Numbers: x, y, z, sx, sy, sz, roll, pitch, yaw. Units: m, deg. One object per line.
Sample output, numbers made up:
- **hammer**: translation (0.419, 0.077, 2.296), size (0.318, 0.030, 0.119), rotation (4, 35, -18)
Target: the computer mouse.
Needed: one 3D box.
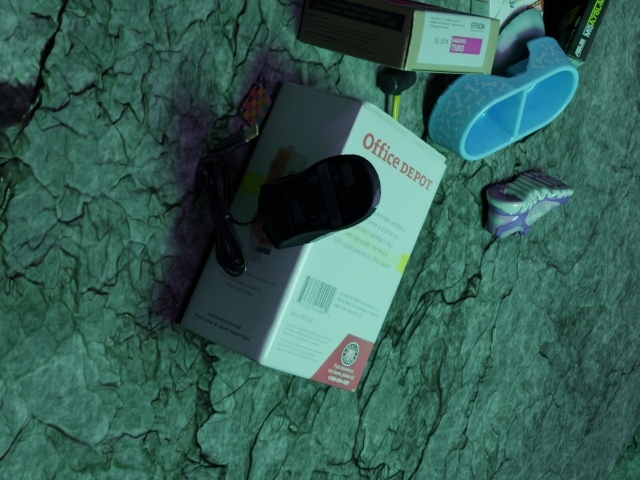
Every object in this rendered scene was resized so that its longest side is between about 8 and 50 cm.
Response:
- **computer mouse**: translation (-0.041, -0.075, 1.543), size (0.060, 0.262, 0.184), rotation (0, 69, -62)

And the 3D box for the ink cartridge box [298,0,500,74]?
- **ink cartridge box**: translation (0.117, -0.303, 1.688), size (0.235, 0.193, 0.088), rotation (-7, 112, -52)

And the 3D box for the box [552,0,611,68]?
- **box**: translation (0.476, -0.398, 2.149), size (0.191, 0.045, 0.184), rotation (167, -55, -85)

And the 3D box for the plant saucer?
- **plant saucer**: translation (0.348, -0.315, 2.070), size (0.195, 0.037, 0.195), rotation (-41, 153, -27)

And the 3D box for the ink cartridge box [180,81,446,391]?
- **ink cartridge box**: translation (0.000, 0.000, 1.708), size (0.279, 0.160, 0.384), rotation (28, 84, -55)

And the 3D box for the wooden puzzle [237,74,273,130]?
- **wooden puzzle**: translation (-0.091, -0.187, 1.631), size (0.083, 0.006, 0.049), rotation (-60, 143, -14)

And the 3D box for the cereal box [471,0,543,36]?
- **cereal box**: translation (0.325, -0.472, 2.001), size (0.173, 0.047, 0.240), rotation (-31, 130, -39)

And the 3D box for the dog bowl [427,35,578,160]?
- **dog bowl**: translation (0.323, -0.238, 2.008), size (0.297, 0.074, 0.166), rotation (-28, 147, -23)

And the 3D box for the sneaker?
- **sneaker**: translation (0.397, -0.064, 2.267), size (0.236, 0.095, 0.104), rotation (-17, 126, -42)

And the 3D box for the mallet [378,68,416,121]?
- **mallet**: translation (0.112, -0.187, 1.876), size (0.062, 0.039, 0.189), rotation (-19, 125, -49)
